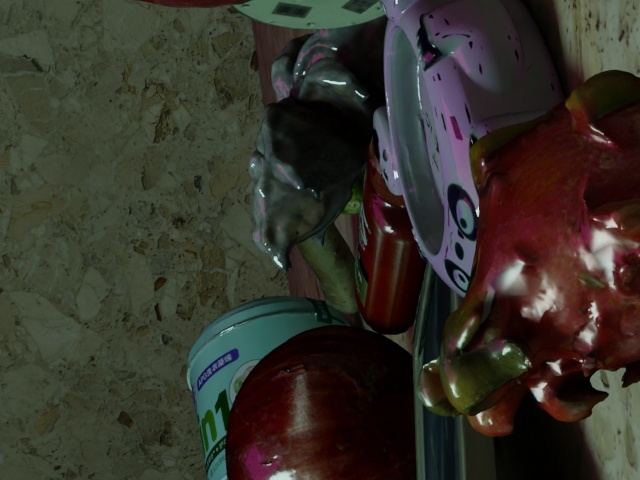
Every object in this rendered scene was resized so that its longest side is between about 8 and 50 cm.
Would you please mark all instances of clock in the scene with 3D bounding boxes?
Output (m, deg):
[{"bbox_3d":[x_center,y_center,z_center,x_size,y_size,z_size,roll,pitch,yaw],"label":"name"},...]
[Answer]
[{"bbox_3d":[0.101,-0.069,0.867,0.227,0.090,0.247,86,170,-48],"label":"clock"}]

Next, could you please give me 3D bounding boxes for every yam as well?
[{"bbox_3d":[0.000,0.000,1.815,0.317,0.067,0.071,65,-178,-50],"label":"yam"}]

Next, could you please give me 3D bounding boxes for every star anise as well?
[{"bbox_3d":[-0.007,-0.103,1.287,0.316,0.139,0.359,-46,-18,-59],"label":"star anise"}]

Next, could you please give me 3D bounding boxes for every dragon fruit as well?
[{"bbox_3d":[0.121,0.014,0.582,0.150,0.207,0.133,38,-157,-14],"label":"dragon fruit"}]

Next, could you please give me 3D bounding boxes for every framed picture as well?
[{"bbox_3d":[0.104,0.182,1.041,0.326,0.028,0.446,92,179,-52],"label":"framed picture"}]

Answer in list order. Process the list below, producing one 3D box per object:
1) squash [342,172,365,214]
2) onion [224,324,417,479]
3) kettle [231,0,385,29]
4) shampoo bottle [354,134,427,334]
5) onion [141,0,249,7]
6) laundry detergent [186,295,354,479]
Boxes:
[{"bbox_3d":[0.018,-0.110,1.711,0.239,0.069,0.069,-108,9,-53],"label":"squash"},{"bbox_3d":[0.031,0.224,1.374,0.276,0.276,0.276,170,90,-84],"label":"onion"},{"bbox_3d":[-0.019,-0.319,1.154,0.211,0.160,0.243,-29,57,56],"label":"kettle"},{"bbox_3d":[0.075,-0.015,1.253,0.314,0.076,0.118,92,-178,-65],"label":"shampoo bottle"},{"bbox_3d":[-0.071,-0.305,0.857,0.341,0.341,0.341,170,90,-84],"label":"onion"},{"bbox_3d":[-0.056,0.259,2.016,0.287,0.287,0.305,87,170,-52],"label":"laundry detergent"}]
